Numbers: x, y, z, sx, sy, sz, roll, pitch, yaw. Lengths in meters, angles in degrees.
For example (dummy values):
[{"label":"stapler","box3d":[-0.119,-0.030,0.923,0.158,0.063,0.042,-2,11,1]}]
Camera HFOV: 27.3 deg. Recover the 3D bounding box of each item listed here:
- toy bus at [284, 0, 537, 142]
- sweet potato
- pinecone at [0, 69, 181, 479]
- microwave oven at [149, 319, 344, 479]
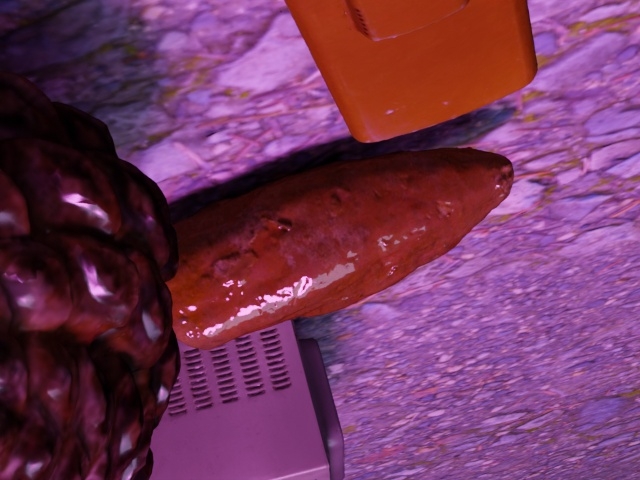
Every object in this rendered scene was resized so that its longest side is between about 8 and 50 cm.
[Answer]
[{"label":"toy bus","box3d":[0.021,-0.125,0.505,0.098,0.114,0.201,-20,157,6]},{"label":"sweet potato","box3d":[0.000,0.000,0.816,0.251,0.097,0.097,-19,158,3]},{"label":"pinecone","box3d":[-0.202,0.054,0.593,0.298,0.242,0.296,-62,170,6]},{"label":"microwave oven","box3d":[-0.076,0.164,1.079,0.194,0.145,0.240,-17,158,-5]}]
